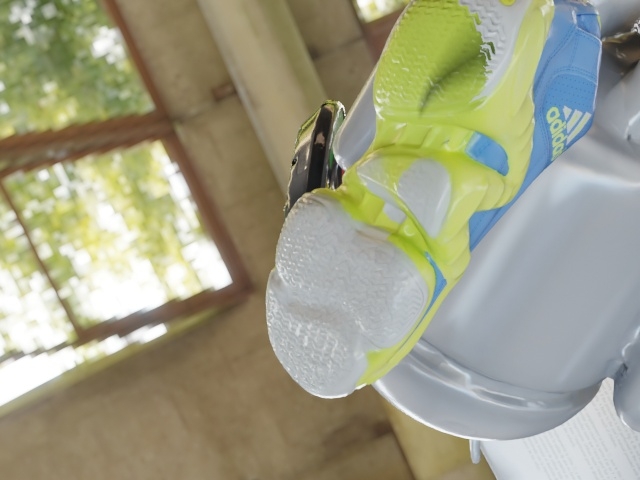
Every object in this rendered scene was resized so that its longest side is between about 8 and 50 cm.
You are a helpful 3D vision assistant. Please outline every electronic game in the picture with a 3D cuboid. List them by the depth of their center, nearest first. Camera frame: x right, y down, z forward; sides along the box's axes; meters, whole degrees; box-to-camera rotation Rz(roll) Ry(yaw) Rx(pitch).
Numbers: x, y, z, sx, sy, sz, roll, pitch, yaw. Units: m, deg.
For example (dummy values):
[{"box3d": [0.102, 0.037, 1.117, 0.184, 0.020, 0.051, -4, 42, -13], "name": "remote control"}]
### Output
[{"box3d": [0.000, 0.000, 1.428, 0.048, 0.229, 0.229, 5, -154, 5], "name": "electronic game"}]

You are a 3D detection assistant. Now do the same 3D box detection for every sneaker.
[{"box3d": [0.066, -0.022, 0.839, 0.126, 0.240, 0.091, -11, -128, -42], "name": "sneaker"}]

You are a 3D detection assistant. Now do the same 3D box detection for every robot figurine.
[{"box3d": [0.135, -0.012, 1.129, 0.200, 0.300, 0.353, -16, 144, -49], "name": "robot figurine"}]

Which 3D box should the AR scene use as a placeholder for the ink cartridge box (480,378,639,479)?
[{"box3d": [0.270, 0.181, 1.432, 0.239, 0.275, 0.060, -26, -174, 24], "name": "ink cartridge box"}]
